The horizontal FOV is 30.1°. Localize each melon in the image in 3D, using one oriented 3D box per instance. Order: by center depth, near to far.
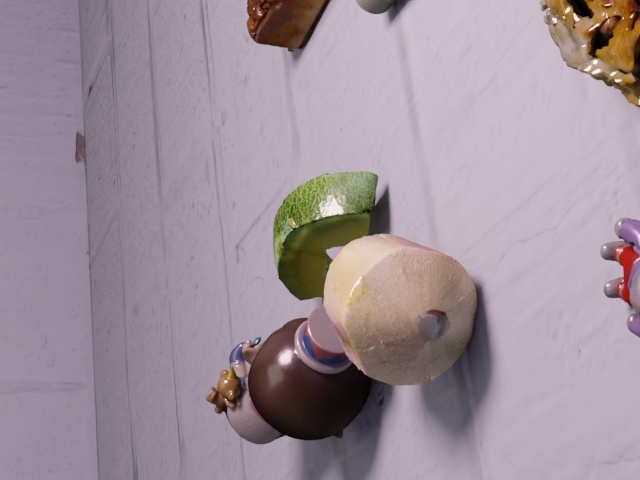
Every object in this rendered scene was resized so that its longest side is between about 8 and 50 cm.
[{"bbox_3d":[0.000,0.000,1.459,0.209,0.118,0.064,102,174,-50],"label":"melon"}]

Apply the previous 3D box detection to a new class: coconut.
[{"bbox_3d":[0.082,0.069,1.204,0.152,0.147,0.147,-146,62,-68],"label":"coconut"}]

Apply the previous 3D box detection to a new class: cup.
[{"bbox_3d":[0.075,-0.316,1.392,0.083,0.054,0.075,130,137,-58],"label":"cup"}]

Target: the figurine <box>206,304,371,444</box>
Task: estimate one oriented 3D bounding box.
[{"bbox_3d":[-0.022,0.163,1.437,0.158,0.161,0.275,-55,13,-25],"label":"figurine"}]

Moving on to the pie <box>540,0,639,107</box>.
[{"bbox_3d":[0.256,-0.242,0.906,0.308,0.085,0.308,-177,90,-68],"label":"pie"}]

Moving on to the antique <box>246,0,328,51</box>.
[{"bbox_3d":[-0.019,-0.384,1.577,0.310,0.093,0.087,124,143,-52],"label":"antique"}]

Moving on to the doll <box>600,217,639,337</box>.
[{"bbox_3d":[0.265,0.040,0.862,0.227,0.075,0.102,-135,35,-75],"label":"doll"}]
